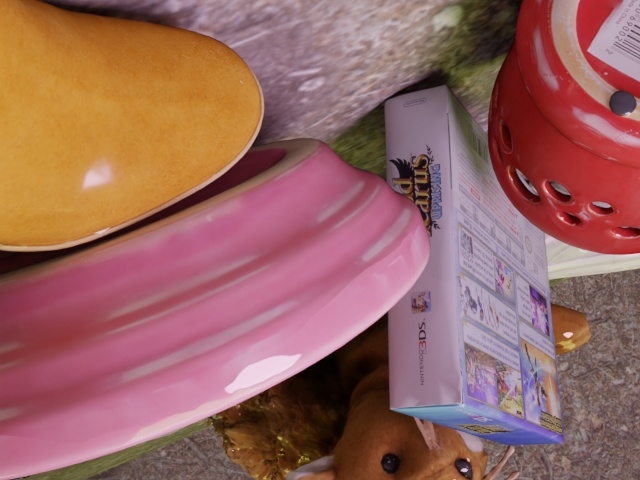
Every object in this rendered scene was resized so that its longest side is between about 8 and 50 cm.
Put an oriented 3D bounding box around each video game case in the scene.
[{"bbox_3d":[0.134,0.038,0.729,0.061,0.244,0.269,-11,157,27],"label":"video game case"}]

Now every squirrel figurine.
[{"bbox_3d":[0.070,0.194,0.975,0.397,0.281,0.370,-24,-149,38],"label":"squirrel figurine"}]

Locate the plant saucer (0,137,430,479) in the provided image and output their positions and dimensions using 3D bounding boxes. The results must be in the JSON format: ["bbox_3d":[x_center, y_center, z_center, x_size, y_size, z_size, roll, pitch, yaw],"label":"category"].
[{"bbox_3d":[-0.104,0.017,0.511,0.332,0.084,0.332,-18,-166,5],"label":"plant saucer"}]

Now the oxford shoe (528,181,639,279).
[{"bbox_3d":[0.264,-0.011,1.163,0.450,0.130,0.169,-11,-163,4],"label":"oxford shoe"}]

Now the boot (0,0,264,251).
[{"bbox_3d":[-0.131,-0.073,0.295,0.295,0.104,0.211,-13,163,-25],"label":"boot"}]

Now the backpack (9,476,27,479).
[{"bbox_3d":[-0.433,0.264,1.071,0.114,0.105,0.084,-10,161,-28],"label":"backpack"}]

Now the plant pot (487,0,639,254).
[{"bbox_3d":[0.215,-0.101,0.579,0.191,0.191,0.174,-23,164,-1],"label":"plant pot"}]
